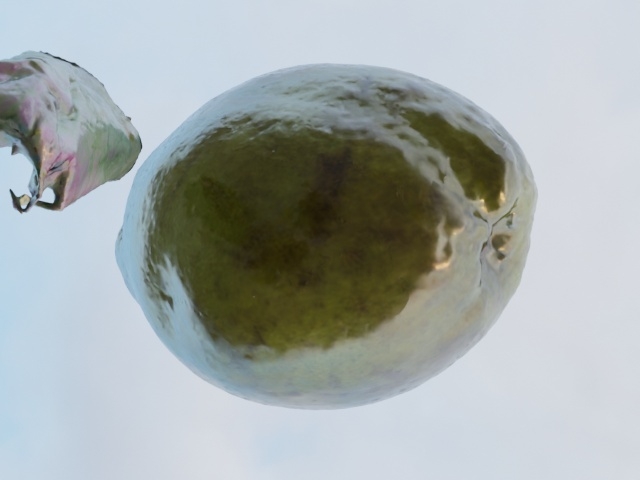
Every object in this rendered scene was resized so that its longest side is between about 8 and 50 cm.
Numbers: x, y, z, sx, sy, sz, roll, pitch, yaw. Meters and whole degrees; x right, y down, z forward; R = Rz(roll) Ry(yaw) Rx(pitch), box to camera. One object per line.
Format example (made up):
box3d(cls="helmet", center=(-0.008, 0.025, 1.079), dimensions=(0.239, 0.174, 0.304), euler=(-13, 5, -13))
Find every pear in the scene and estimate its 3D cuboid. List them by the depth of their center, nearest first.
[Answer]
box3d(cls="pear", center=(0.000, 0.000, 1.168), dimensions=(0.414, 0.352, 0.351), euler=(1, -102, 35))

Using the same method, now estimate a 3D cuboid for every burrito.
box3d(cls="burrito", center=(-0.212, -0.092, 0.941), dimensions=(0.144, 0.229, 0.089), euler=(42, -82, -8))
